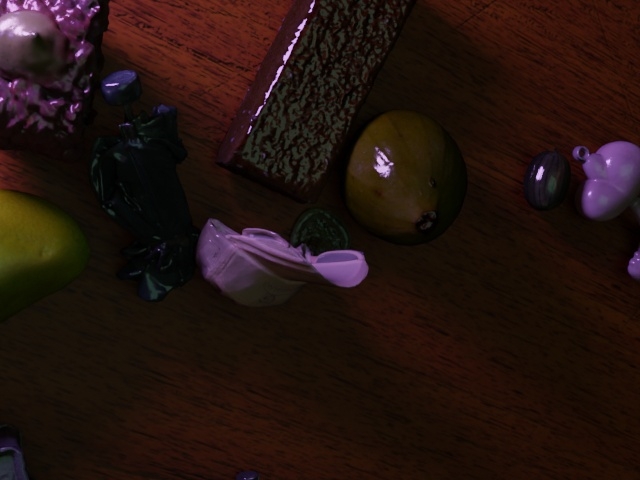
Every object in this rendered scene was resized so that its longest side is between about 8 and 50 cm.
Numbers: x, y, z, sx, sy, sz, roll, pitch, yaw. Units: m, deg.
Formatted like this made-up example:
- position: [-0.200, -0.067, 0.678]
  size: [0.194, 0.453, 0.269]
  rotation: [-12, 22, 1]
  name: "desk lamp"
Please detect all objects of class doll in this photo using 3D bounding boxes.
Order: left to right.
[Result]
- position: [0.570, -0.039, 1.648]
  size: [0.160, 0.094, 0.365]
  rotation: [-46, 106, -5]
  name: "doll"

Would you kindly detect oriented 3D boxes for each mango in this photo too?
- position: [-0.459, 0.022, 1.233]
  size: [0.273, 0.149, 0.185]
  rotation: [-32, 96, -22]
  name: "mango"

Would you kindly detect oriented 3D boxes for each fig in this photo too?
- position: [0.138, -0.088, 1.416]
  size: [0.203, 0.225, 0.203]
  rotation: [-7, 119, -13]
  name: "fig"

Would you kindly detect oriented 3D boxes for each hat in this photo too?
- position: [-0.054, 0.057, 1.321]
  size: [0.219, 0.226, 0.164]
  rotation: [14, 107, -46]
  name: "hat"

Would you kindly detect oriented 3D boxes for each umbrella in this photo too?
- position: [-0.242, -0.077, 1.273]
  size: [0.143, 0.094, 0.348]
  rotation: [-47, 142, -37]
  name: "umbrella"

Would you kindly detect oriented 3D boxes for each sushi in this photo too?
- position: [-0.370, -0.241, 1.211]
  size: [0.171, 0.236, 0.270]
  rotation: [11, 93, -13]
  name: "sushi"

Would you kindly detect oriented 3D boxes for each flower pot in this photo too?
- position: [-0.424, 0.376, 1.287]
  size: [0.103, 0.108, 0.229]
  rotation: [-26, 103, -19]
  name: "flower pot"

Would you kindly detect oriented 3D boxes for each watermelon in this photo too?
- position: [0.390, -0.104, 1.585]
  size: [0.078, 0.078, 0.110]
  rotation: [18, 85, -21]
  name: "watermelon"

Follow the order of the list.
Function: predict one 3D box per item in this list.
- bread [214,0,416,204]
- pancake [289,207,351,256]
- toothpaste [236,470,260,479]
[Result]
- position: [0.003, -0.265, 1.411]
  size: [0.165, 0.113, 0.416]
  rotation: [29, 84, -19]
  name: "bread"
- position: [0.001, 0.001, 1.475]
  size: [0.108, 0.017, 0.108]
  rotation: [-2, 96, -18]
  name: "pancake"
- position: [-0.108, 0.483, 1.450]
  size: [0.062, 0.039, 0.239]
  rotation: [-6, 97, -27]
  name: "toothpaste"
